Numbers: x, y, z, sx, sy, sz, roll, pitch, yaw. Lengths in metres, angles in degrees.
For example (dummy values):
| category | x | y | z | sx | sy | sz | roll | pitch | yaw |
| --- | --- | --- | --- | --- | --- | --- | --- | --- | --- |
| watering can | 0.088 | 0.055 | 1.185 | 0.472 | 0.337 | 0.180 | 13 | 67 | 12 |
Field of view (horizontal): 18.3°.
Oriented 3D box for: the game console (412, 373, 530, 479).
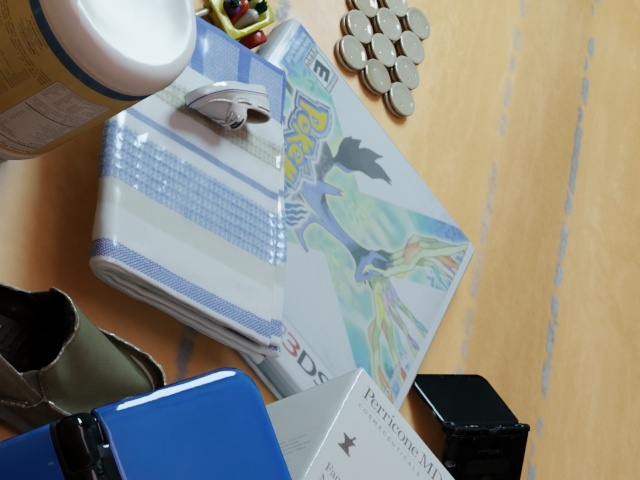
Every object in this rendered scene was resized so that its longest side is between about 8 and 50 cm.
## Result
| category | x | y | z | sx | sy | sz | roll | pitch | yaw |
| --- | --- | --- | --- | --- | --- | --- | --- | --- | --- |
| game console | 0.134 | 0.185 | 1.865 | 0.122 | 0.071 | 0.107 | 4 | 97 | -49 |

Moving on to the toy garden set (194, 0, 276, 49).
| category | x | y | z | sx | sy | sz | roll | pitch | yaw |
| --- | --- | --- | --- | --- | --- | --- | --- | --- | --- |
| toy garden set | -0.143 | -0.247 | 1.737 | 0.244 | 0.049 | 0.204 | -29 | 94 | -53 |

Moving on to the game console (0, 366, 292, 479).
| category | x | y | z | sx | sy | sz | roll | pitch | yaw |
| --- | --- | --- | --- | --- | --- | --- | --- | --- | --- |
| game console | -0.133 | 0.265 | 1.363 | 0.173 | 0.250 | 0.293 | 6 | 63 | -77 |

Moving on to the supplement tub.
| category | x | y | z | sx | sy | sz | roll | pitch | yaw |
| --- | --- | --- | --- | --- | --- | --- | --- | --- | --- |
| supplement tub | -0.207 | -0.145 | 1.478 | 0.144 | 0.199 | 0.144 | 26 | 52 | -40 |

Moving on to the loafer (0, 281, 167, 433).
| category | x | y | z | sx | sy | sz | roll | pitch | yaw |
| --- | --- | --- | --- | --- | --- | --- | --- | --- | --- |
| loafer | -0.199 | 0.090 | 1.450 | 0.251 | 0.087 | 0.094 | 23 | 54 | -42 |

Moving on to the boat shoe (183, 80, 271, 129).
| category | x | y | z | sx | sy | sz | roll | pitch | yaw |
| --- | --- | --- | --- | --- | --- | --- | --- | --- | --- |
| boat shoe | -0.074 | -0.109 | 1.640 | 0.100 | 0.035 | 0.035 | -1 | 69 | -59 |

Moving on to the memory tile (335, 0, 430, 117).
| category | x | y | z | sx | sy | sz | roll | pitch | yaw |
| --- | --- | --- | --- | --- | --- | --- | --- | --- | --- |
| memory tile | 0.063 | -0.203 | 1.993 | 0.113 | 0.012 | 0.148 | 41 | 44 | -29 |

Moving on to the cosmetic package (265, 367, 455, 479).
| category | x | y | z | sx | sy | sz | roll | pitch | yaw |
| --- | --- | --- | --- | --- | --- | --- | --- | --- | --- |
| cosmetic package | -0.007 | 0.227 | 1.553 | 0.151 | 0.151 | 0.184 | 51 | 39 | -18 |

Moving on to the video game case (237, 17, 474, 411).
| category | x | y | z | sx | sy | sz | roll | pitch | yaw |
| --- | --- | --- | --- | --- | --- | --- | --- | --- | --- |
| video game case | 0.000 | 0.000 | 1.785 | 0.300 | 0.036 | 0.329 | 51 | 39 | -19 |

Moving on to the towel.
| category | x | y | z | sx | sy | sz | roll | pitch | yaw |
| --- | --- | --- | --- | --- | --- | --- | --- | --- | --- |
| towel | -0.104 | -0.059 | 1.631 | 0.209 | 0.034 | 0.285 | 30 | 50 | -40 |
